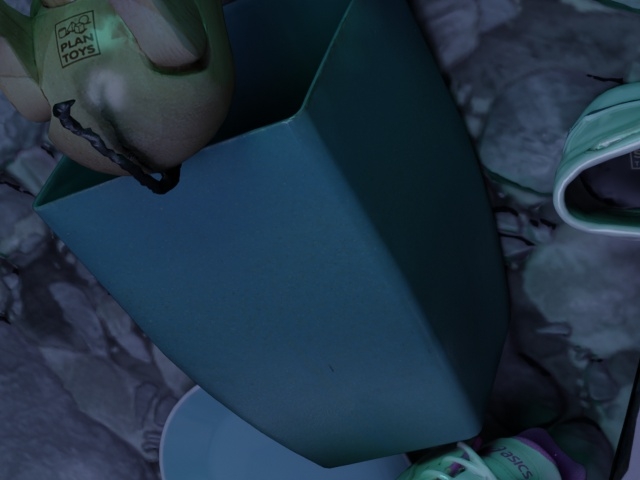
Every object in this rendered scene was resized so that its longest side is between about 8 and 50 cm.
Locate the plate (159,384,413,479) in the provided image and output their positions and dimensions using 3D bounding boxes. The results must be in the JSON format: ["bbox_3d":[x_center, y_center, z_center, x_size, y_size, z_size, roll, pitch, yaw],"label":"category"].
[{"bbox_3d":[-0.017,0.160,1.029,0.188,0.024,0.188,11,121,18],"label":"plate"}]

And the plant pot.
[{"bbox_3d":[0.000,0.000,0.854,0.165,0.166,0.234,-16,122,30],"label":"plant pot"}]

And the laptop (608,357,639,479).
[{"bbox_3d":[0.330,0.190,0.844,0.381,0.236,0.408,14,157,8],"label":"laptop"}]

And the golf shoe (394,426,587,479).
[{"bbox_3d":[0.053,0.158,0.851,0.115,0.306,0.140,42,104,21],"label":"golf shoe"}]

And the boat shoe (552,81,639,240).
[{"bbox_3d":[0.243,-0.041,0.764,0.267,0.088,0.096,1,118,23],"label":"boat shoe"}]

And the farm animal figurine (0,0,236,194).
[{"bbox_3d":[-0.069,-0.165,0.746,0.330,0.327,0.172,-3,151,28],"label":"farm animal figurine"}]
